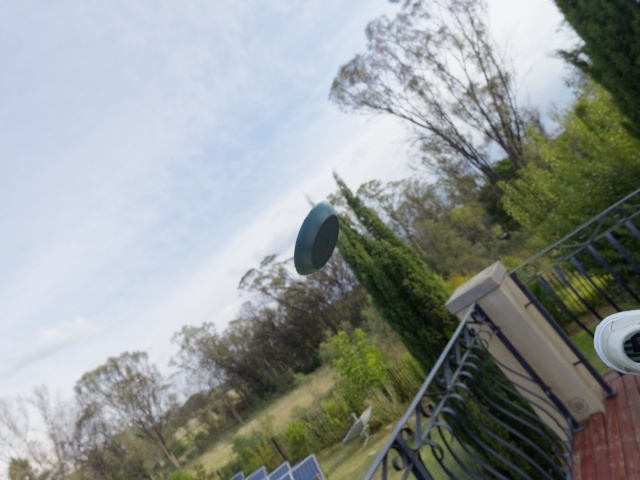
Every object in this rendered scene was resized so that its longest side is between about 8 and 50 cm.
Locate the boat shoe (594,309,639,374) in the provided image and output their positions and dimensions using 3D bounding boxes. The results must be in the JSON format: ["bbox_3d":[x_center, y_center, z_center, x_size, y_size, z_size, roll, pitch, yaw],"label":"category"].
[{"bbox_3d":[0.459,0.103,0.424,0.302,0.109,0.094,-15,-8,22],"label":"boat shoe"}]

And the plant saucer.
[{"bbox_3d":[0.000,0.000,0.631,0.119,0.021,0.119,-46,-33,-43],"label":"plant saucer"}]
